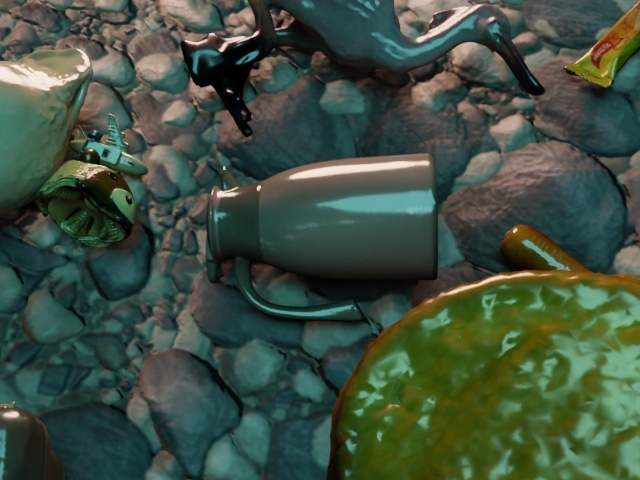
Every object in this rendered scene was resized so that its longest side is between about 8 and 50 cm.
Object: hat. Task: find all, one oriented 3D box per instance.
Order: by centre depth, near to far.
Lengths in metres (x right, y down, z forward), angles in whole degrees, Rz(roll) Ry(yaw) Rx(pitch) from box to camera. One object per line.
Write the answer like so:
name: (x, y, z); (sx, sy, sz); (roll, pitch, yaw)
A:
hat: (-0.196, -0.038, 0.781); (0.076, 0.077, 0.059); (-21, 38, 39)

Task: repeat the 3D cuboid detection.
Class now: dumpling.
dumpling: (-0.306, -0.098, 0.800); (0.166, 0.126, 0.215); (19, 81, 40)

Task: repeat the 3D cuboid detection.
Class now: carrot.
carrot: (0.234, 0.048, 0.759); (0.190, 0.037, 0.037); (35, 69, 13)

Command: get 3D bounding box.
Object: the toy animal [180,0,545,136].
toy animal: (0.035, -0.200, 0.853); (0.324, 0.090, 0.195); (-4, 69, 9)

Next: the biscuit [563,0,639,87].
biscuit: (0.348, -0.247, 0.909); (0.048, 0.026, 0.292); (31, 66, 36)

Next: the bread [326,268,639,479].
bread: (0.153, 0.192, 0.555); (0.337, 0.204, 0.358); (-19, 70, 21)

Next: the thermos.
thermos: (0.000, 0.000, 0.755); (0.193, 0.105, 0.137); (-2, 94, 4)

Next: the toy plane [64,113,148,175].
toy plane: (-0.196, -0.077, 0.825); (0.083, 0.033, 0.080); (19, 76, 10)

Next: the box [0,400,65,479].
box: (-0.291, 0.191, 0.637); (0.210, 0.129, 0.148); (0, 64, 2)
